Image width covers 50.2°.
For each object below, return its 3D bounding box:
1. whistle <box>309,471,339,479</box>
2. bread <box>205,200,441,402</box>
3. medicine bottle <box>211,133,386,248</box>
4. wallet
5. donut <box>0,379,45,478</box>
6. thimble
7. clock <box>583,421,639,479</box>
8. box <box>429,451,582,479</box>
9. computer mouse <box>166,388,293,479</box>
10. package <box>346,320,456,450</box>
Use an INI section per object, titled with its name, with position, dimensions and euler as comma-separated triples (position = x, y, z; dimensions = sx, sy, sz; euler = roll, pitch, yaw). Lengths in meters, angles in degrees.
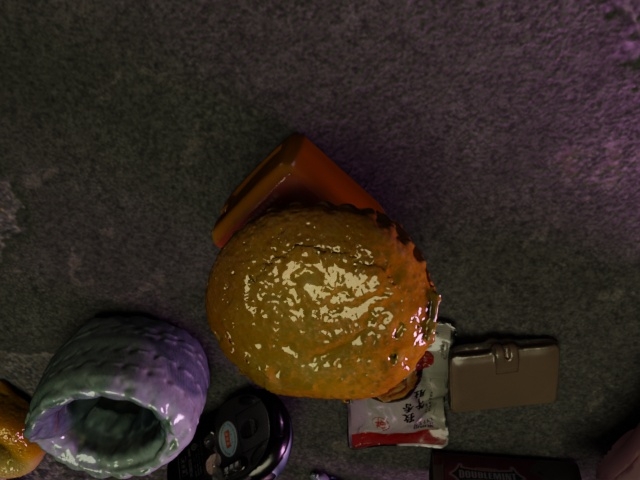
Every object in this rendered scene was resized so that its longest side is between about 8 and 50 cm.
[whistle]
position = 0.018, 0.401, 1.117
dimensions = 0.083, 0.029, 0.033
euler = 33, 157, -7
[bread]
position = 0.000, 0.058, 0.708
dimensions = 0.240, 0.139, 0.239
euler = 3, 120, 5
[medicine bottle]
position = 0.000, 0.000, 0.822
dimensions = 0.222, 0.112, 0.149
euler = 40, 117, -16
[wallet]
position = 0.251, 0.184, 0.944
dimensions = 0.153, 0.038, 0.117
euler = -4, 121, 1
[donut]
position = -0.534, 0.314, 1.105
dimensions = 0.174, 0.074, 0.190
euler = -22, 117, 19
[thimble]
position = -0.286, 0.224, 0.961
dimensions = 0.250, 0.171, 0.204
euler = -6, 122, 9
[clock]
position = 0.557, 0.332, 0.873
dimensions = 0.368, 0.250, 0.377
euler = 42, 117, -17
[box]
position = 0.276, 0.382, 1.019
dimensions = 0.224, 0.120, 0.069
euler = 1, 121, 5
[computer mouse]
position = -0.126, 0.319, 1.027
dimensions = 0.233, 0.137, 0.096
euler = -33, 132, 22
[package]
position = 0.113, 0.211, 0.986
dimensions = 0.154, 0.030, 0.239
euler = 0, 120, 5
